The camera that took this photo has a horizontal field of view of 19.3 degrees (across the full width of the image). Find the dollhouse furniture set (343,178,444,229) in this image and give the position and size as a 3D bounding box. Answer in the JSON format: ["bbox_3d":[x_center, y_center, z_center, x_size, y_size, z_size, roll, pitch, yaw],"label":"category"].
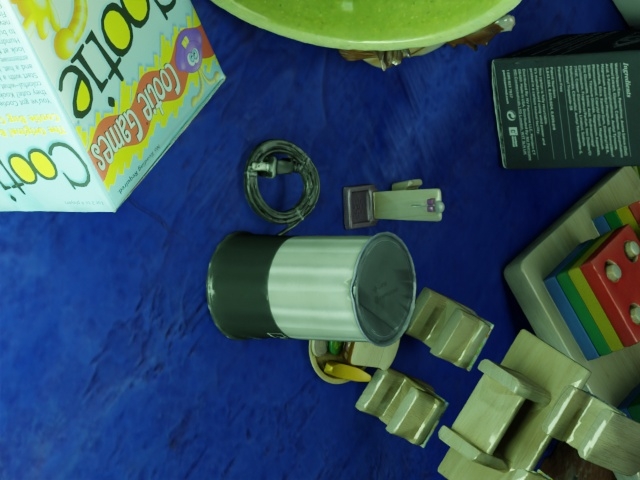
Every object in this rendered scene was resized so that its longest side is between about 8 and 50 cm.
[{"bbox_3d":[0.079,0.008,1.556,0.091,0.081,0.114,-8,97,-55],"label":"dollhouse furniture set"}]

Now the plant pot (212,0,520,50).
[{"bbox_3d":[0.034,-0.319,1.363,0.276,0.276,0.253,46,42,-45],"label":"plant pot"}]

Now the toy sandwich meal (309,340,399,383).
[{"bbox_3d":[0.027,0.080,1.512,0.086,0.029,0.085,-13,109,-40],"label":"toy sandwich meal"}]

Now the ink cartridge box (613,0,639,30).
[{"bbox_3d":[0.379,-0.269,1.985,0.231,0.078,0.134,47,54,-44],"label":"ink cartridge box"}]

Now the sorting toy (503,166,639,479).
[{"bbox_3d":[0.328,0.074,1.836,0.255,0.089,0.257,-38,100,-48],"label":"sorting toy"}]

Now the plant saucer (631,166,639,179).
[{"bbox_3d":[0.381,-0.153,1.944,0.188,0.045,0.188,-32,134,-9],"label":"plant saucer"}]

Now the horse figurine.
[{"bbox_3d":[0.098,-0.185,1.538,0.263,0.174,0.066,-23,91,-44],"label":"horse figurine"}]

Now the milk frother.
[{"bbox_3d":[0.000,0.000,1.396,0.129,0.135,0.143,-26,112,-53],"label":"milk frother"}]

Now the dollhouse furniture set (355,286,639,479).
[{"bbox_3d":[0.144,0.199,1.552,0.161,0.212,0.242,25,96,-51],"label":"dollhouse furniture set"}]

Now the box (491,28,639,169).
[{"bbox_3d":[0.286,-0.134,1.741,0.153,0.207,0.108,-24,110,-53],"label":"box"}]

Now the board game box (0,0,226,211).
[{"bbox_3d":[-0.193,-0.167,1.109,0.142,0.144,0.275,-54,133,-40],"label":"board game box"}]
